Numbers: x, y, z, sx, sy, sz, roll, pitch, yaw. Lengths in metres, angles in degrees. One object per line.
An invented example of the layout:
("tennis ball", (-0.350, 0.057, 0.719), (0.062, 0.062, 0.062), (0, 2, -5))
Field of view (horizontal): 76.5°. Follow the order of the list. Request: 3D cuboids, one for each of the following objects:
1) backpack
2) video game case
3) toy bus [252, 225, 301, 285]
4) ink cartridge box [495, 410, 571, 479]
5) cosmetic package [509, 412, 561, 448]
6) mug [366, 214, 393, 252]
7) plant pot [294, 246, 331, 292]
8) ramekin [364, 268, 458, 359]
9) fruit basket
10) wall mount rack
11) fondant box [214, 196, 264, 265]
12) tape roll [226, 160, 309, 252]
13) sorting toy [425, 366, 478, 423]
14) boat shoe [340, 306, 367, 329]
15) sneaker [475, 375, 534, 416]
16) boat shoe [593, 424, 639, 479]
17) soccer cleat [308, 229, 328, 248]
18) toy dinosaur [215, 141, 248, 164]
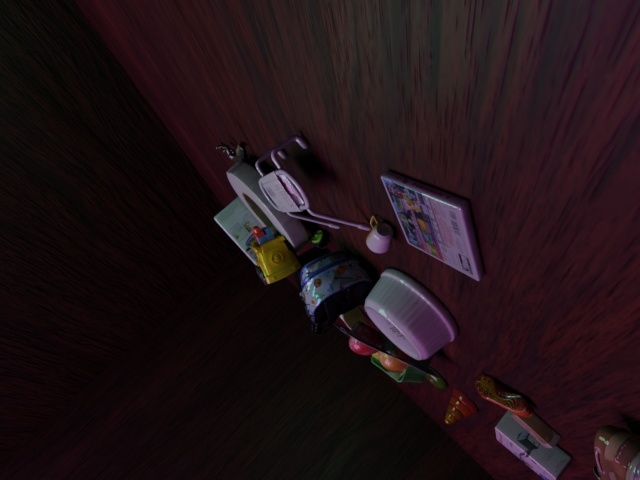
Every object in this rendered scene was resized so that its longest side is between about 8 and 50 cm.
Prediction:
("backpack", (0.053, 0.156, 1.370), (0.213, 0.276, 0.263), (57, 167, 16))
("video game case", (0.209, -0.028, 0.753), (0.183, 0.023, 0.201), (34, 163, 46))
("toy bus", (-0.188, 0.038, 1.491), (0.211, 0.149, 0.220), (64, 167, -11))
("ink cartridge box", (0.630, 0.619, 1.215), (0.190, 0.082, 0.139), (34, 162, 42))
("cosmetic package", (0.584, 0.506, 1.108), (0.115, 0.041, 0.060), (42, 167, 23))
("mug", (0.137, -0.015, 0.952), (0.078, 0.062, 0.064), (37, 158, 14))
("plant pot", (-0.021, 0.118, 1.649), (0.167, 0.188, 0.187), (61, 168, 2))
("ramekin", (0.243, 0.218, 1.156), (0.273, 0.127, 0.273), (45, 167, 13))
("fruit basket", (0.213, 0.367, 1.461), (0.353, 0.165, 0.327), (33, 172, -17))
("wall mount rack", (-0.035, -0.117, 1.076), (0.304, 0.130, 0.350), (54, 166, -15))
("fondant box", (-0.257, -0.049, 1.740), (0.330, 0.238, 0.096), (49, 167, -8))
("tape roll", (-0.197, -0.118, 1.509), (0.392, 0.072, 0.392), (46, 168, 12))
("sorting toy", (0.460, 0.618, 1.681), (0.365, 0.126, 0.127), (35, 163, 42))
("boat shoe", (0.131, 0.345, 2.018), (0.277, 0.098, 0.096), (54, 170, 15))
("sneaker", (0.501, 0.435, 1.124), (0.067, 0.064, 0.175), (42, 174, -25))
("boat shoe", (0.596, 0.454, 0.770), (0.324, 0.123, 0.116), (62, 169, -29))
("soccer cleat", (0.000, 0.000, 1.477), (0.072, 0.060, 0.179), (39, 175, -9))
("toy dinosaur", (-0.324, -0.324, 1.530), (0.118, 0.064, 0.268), (32, 166, 2))
